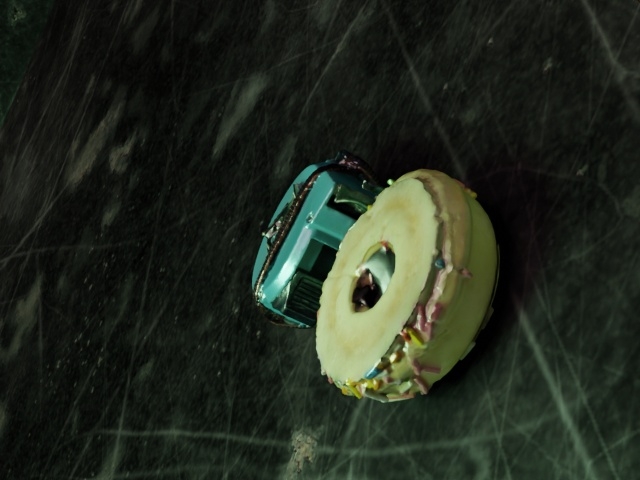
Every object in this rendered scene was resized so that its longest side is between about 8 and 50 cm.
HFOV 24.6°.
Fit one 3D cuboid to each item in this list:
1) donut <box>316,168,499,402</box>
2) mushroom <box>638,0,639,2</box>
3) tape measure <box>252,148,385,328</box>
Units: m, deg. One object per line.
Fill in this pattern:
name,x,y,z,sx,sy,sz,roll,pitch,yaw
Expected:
donut,0.062,0.034,1.021,0.174,0.068,0.174,-48,30,40
mushroom,0.255,-0.106,0.694,0.227,0.148,0.217,132,142,-54
tape measure,0.000,0.000,1.154,0.146,0.081,0.125,-62,15,11
